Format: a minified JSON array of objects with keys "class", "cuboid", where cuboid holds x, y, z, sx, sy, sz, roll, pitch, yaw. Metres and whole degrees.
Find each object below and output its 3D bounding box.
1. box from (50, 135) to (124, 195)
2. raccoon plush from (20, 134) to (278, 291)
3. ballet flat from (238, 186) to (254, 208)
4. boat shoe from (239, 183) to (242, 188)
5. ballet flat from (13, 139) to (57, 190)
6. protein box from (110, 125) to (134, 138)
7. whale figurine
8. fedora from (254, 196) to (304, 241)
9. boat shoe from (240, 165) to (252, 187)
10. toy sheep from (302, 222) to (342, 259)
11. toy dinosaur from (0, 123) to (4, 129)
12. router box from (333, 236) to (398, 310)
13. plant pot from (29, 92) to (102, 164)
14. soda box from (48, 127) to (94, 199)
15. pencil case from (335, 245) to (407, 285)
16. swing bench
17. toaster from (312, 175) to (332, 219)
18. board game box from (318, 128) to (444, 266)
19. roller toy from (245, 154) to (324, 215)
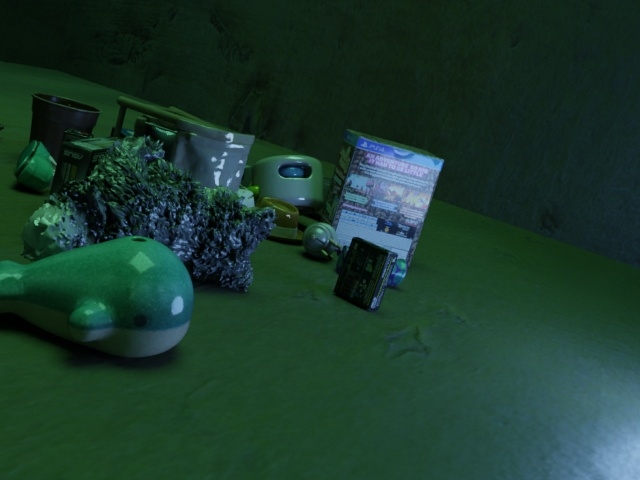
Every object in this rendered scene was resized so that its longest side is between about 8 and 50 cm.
[{"class":"box","cuboid":[-0.411,-0.091,1.440,0.056,0.183,0.231,17,11,5]},{"class":"raccoon plush","cuboid":[-0.255,0.015,1.284,0.299,0.216,0.446,26,29,-2]},{"class":"ballet flat","cuboid":[-0.214,-0.098,1.904,0.106,0.107,0.316,-2,17,-11]},{"class":"boat shoe","cuboid":[-0.313,-0.162,2.167,0.219,0.077,0.070,16,10,-13]},{"class":"ballet flat","cuboid":[-0.620,-0.157,1.752,0.087,0.083,0.247,38,3,-24]},{"class":"protein box","cuboid":[-0.406,-0.179,1.967,0.200,0.135,0.201,9,14,-34]},{"class":"whale figurine","cuboid":[-0.297,0.054,1.024,0.272,0.141,0.216,12,13,-14]},{"class":"fedora","cuboid":[-0.112,-0.058,1.955,0.194,0.079,0.194,16,11,-3]},{"class":"boat shoe","cuboid":[-0.283,-0.204,2.367,0.088,0.096,0.267,15,10,13]},{"class":"toy sheep","cuboid":[0.000,0.000,1.835,0.091,0.091,0.132,19,-6,12]},{"class":"toy dinosaur","cuboid":[-0.915,-0.340,2.015,0.218,0.164,0.322,31,-13,-13]},{"class":"router box","cuboid":[0.088,0.065,1.559,0.092,0.122,0.038,25,10,35]},{"class":"plant pot","cuboid":[-0.636,-0.259,1.948,0.167,0.165,0.167,15,12,-3]},{"class":"soda box","cuboid":[-0.485,-0.128,1.540,0.053,0.168,0.060,15,12,-15]},{"class":"pencil case","cuboid":[0.112,0.057,1.775,0.152,0.064,0.070,14,28,-14]},{"class":"swing bench","cuboid":[-0.296,-0.128,1.596,0.255,0.253,0.165,24,14,33]},{"class":"toaster","cuboid":[0.004,-0.126,2.363,0.186,0.110,0.168,22,13,22]},{"class":"board game box","cuboid":[0.146,-0.108,2.030,0.232,0.290,0.141,14,12,-16]},{"class":"roller toy","cuboid":[-0.085,-0.148,2.101,0.191,0.146,0.209,-7,-10,28]}]
